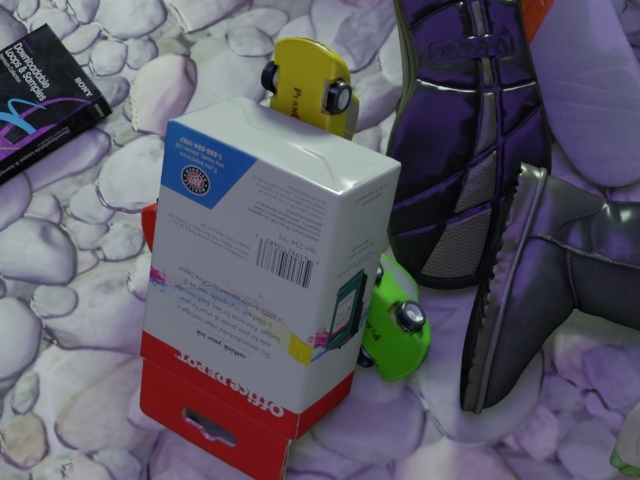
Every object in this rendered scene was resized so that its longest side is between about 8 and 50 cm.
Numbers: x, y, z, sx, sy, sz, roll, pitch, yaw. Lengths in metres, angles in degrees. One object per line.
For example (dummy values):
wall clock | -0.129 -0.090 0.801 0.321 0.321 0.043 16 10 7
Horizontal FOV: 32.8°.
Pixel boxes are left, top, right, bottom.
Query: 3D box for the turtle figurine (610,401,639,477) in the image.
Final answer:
turtle figurine | 0.282 0.212 0.590 0.198 0.274 0.266 -39 36 13

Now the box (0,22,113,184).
box | -0.276 -0.109 0.941 0.162 0.029 0.116 -34 59 -12

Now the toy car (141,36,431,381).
toy car | 0.000 0.000 0.772 0.225 0.239 0.053 49 38 7

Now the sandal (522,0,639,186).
sandal | 0.196 -0.161 0.857 0.102 0.076 0.265 -23 76 25

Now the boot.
boot | 0.210 0.051 0.724 0.208 0.076 0.190 18 89 1

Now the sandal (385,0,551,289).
sandal | 0.108 -0.109 0.823 0.120 0.086 0.303 2 75 2

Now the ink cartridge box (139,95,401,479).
ink cartridge box | -0.041 0.037 0.730 0.134 0.231 0.078 25 31 24
